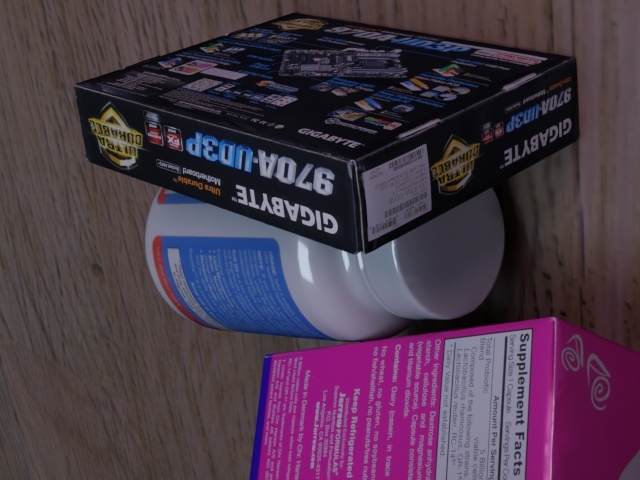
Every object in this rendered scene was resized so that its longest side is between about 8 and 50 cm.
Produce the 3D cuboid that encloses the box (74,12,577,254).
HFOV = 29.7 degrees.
[{"bbox_3d":[0.000,-0.070,0.660,0.220,0.175,0.051,18,124,41],"label":"box"}]

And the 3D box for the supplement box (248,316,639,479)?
[{"bbox_3d":[0.073,0.120,0.693,0.220,0.111,0.114,-10,66,43],"label":"supplement box"}]

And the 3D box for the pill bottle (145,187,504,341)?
[{"bbox_3d":[0.000,0.000,0.746,0.221,0.124,0.124,1,113,49],"label":"pill bottle"}]
